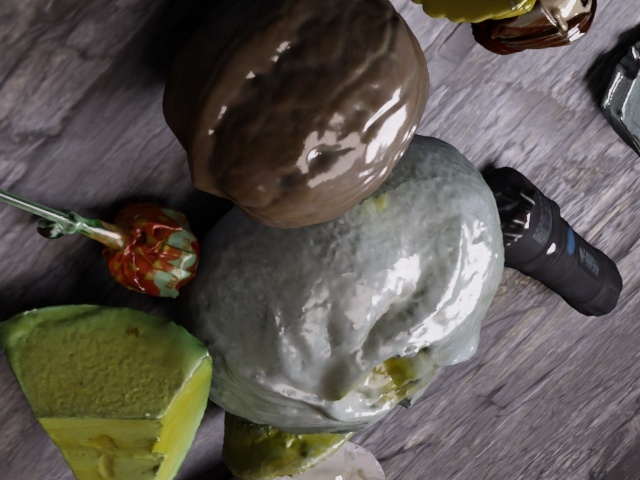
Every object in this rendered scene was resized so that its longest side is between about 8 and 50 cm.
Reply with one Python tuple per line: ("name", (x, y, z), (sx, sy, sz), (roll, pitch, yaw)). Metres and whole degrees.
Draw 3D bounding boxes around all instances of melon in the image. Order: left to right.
("melon", (-0.203, 0.172, 1.540), (0.196, 0.124, 0.323), (8, 151, 1))

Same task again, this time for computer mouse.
("computer mouse", (0.377, -0.163, 1.847), (0.126, 0.071, 0.231), (-53, 142, -2))

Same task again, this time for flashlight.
("flashlight", (0.283, 0.015, 1.957), (0.103, 0.103, 0.424), (-44, 151, 9))

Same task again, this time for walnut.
("walnut", (-0.020, -0.118, 1.304), (0.224, 0.224, 0.224), (-29, 149, -19))

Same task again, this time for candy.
("candy", (-0.212, -0.014, 1.380), (0.078, 0.084, 0.287), (-46, 144, 18))

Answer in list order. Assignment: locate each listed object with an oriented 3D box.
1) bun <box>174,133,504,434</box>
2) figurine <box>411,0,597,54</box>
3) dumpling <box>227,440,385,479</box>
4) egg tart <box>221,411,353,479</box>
("bun", (0.027, 0.062, 1.577), (0.362, 0.211, 0.362), (-28, 158, -13))
("figurine", (0.174, -0.250, 1.411), (0.168, 0.187, 0.315), (-51, 158, 11))
("dumpling", (-0.057, 0.330, 1.979), (0.293, 0.163, 0.205), (-26, 115, -21))
("egg tart", (-0.032, 0.185, 1.772), (0.197, 0.197, 0.078), (-33, 120, -11))
